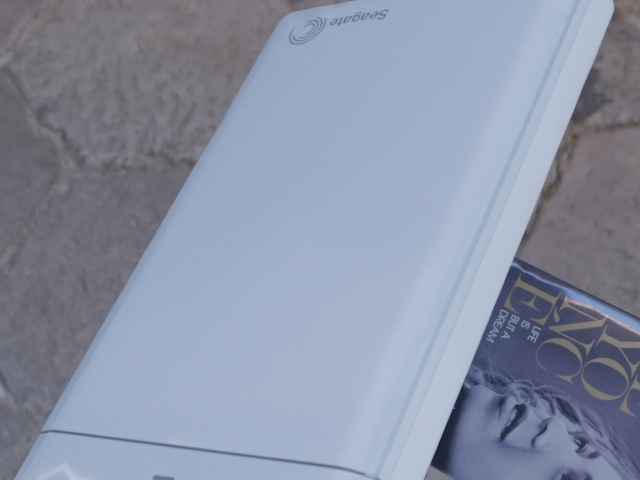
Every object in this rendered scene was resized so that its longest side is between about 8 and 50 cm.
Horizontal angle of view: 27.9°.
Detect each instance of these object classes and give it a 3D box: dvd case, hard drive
[{"bbox_3d":[0.162,0.113,0.921,0.221,0.018,0.164,27,84,16],"label":"dvd case"},{"bbox_3d":[0.000,0.000,0.699,0.233,0.047,0.353,-1,50,41],"label":"hard drive"}]
